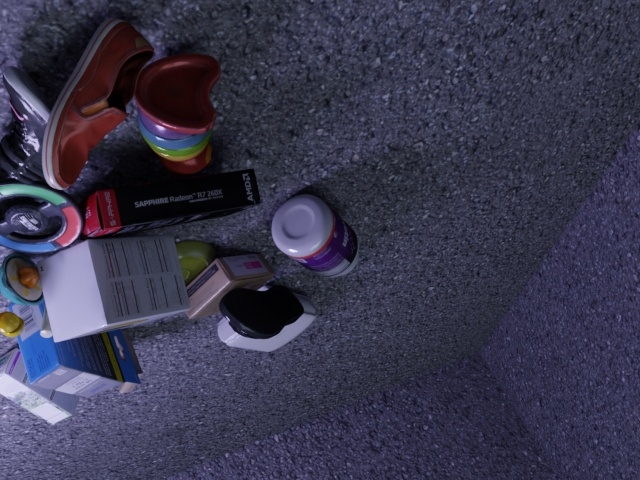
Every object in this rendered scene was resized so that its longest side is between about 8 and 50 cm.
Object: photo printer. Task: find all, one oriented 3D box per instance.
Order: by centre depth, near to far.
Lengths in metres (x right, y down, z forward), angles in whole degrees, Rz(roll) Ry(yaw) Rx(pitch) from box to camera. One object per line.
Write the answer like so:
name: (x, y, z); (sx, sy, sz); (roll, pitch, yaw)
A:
photo printer: (-0.167, 0.277, 2.537); (0.256, 0.107, 0.307); (-39, 150, 18)

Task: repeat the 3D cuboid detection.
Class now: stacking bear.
stacking bear: (-0.291, -0.234, 1.538); (0.164, 0.175, 0.289); (4, 157, -5)

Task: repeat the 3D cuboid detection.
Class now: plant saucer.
plant saucer: (-0.405, 0.089, 2.086); (0.241, 0.037, 0.241); (-21, 151, -12)

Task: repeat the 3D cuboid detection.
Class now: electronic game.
electronic game: (-0.625, -0.049, 1.580); (0.229, 0.048, 0.229); (-4, 140, -4)

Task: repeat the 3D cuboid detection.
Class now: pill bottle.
pill bottle: (0.000, 0.000, 2.152); (0.181, 0.181, 0.323); (-34, 152, 10)

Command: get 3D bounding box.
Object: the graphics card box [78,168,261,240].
graphics card box: (-0.350, -0.081, 1.689); (0.371, 0.094, 0.233); (-10, 179, -28)

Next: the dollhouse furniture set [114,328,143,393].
dollhouse furniture set: (-0.672, 0.369, 2.173); (0.242, 0.161, 0.212); (-5, 144, -38)

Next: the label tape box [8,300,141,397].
label tape box: (-0.651, 0.287, 1.972); (0.106, 0.240, 0.333); (-33, 152, 8)

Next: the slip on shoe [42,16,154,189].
slip on shoe: (-0.405, -0.237, 1.340); (0.331, 0.101, 0.123); (-62, 172, 5)

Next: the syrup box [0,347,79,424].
syrup box: (-0.803, 0.412, 2.077); (0.093, 0.096, 0.237); (-29, 123, 27)

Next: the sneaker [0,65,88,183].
sneaker: (-0.559, -0.200, 1.393); (0.147, 0.104, 0.296); (-30, 157, -8)

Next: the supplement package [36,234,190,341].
supplement package: (-0.489, 0.109, 1.763); (0.199, 0.198, 0.262); (-19, 173, 33)

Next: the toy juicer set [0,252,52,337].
toy juicer set: (-0.684, 0.125, 1.710); (0.089, 0.209, 0.329); (-27, 152, 14)

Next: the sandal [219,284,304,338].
sandal: (-0.177, 0.227, 2.178); (0.107, 0.167, 0.446); (-44, 165, 15)

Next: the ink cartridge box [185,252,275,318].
ink cartridge box: (-0.275, 0.131, 2.169); (0.193, 0.088, 0.234); (-42, 163, 23)
